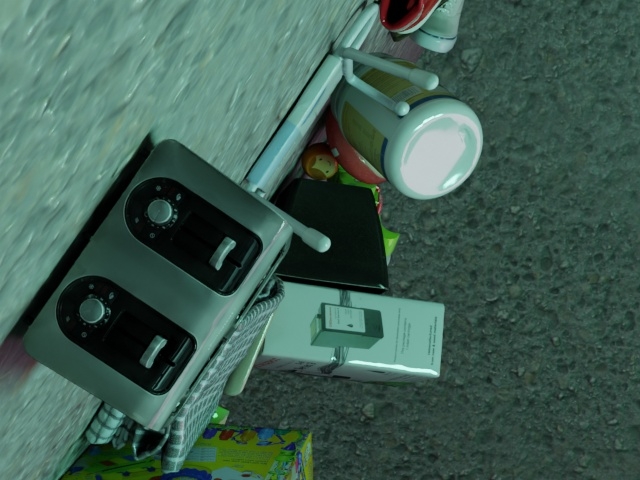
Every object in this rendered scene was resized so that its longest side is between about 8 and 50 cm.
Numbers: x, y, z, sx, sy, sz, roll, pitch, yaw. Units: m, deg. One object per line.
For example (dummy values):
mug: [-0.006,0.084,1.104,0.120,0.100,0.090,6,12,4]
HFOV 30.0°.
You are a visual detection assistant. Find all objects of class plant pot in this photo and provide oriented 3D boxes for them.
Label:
plant pot: [0.000,0.000,1.893,0.188,0.187,0.167,144,-48,-73]

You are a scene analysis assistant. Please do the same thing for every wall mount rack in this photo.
wall mount rack: [0.014,-0.108,1.370,0.350,0.130,0.304,-57,178,0]

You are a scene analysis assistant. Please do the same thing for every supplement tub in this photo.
supplement tub: [0.111,-0.160,1.614,0.144,0.144,0.199,-57,-140,14]

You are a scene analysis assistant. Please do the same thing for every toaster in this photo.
toaster: [-0.109,0.036,0.828,0.168,0.110,0.185,-56,179,-7]

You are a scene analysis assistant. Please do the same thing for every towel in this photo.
towel: [-0.157,0.149,1.531,0.235,0.121,0.283,-58,178,14]

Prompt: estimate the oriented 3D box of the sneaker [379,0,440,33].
sneaker: [0.151,-0.348,1.500,0.221,0.087,0.128,-58,-179,18]

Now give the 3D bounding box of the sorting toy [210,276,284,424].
sorting toy: [-0.121,0.134,1.759,0.196,0.047,0.347,6,-108,62]

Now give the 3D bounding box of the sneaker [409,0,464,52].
sneaker: [0.209,-0.415,2.116,0.258,0.094,0.091,-76,-175,-57]

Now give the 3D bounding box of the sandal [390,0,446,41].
sandal: [0.192,-0.421,1.997,0.219,0.060,0.090,-42,-176,6]

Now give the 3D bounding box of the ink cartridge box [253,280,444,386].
ink cartridge box: [0.023,0.151,1.899,0.211,0.289,0.121,145,-48,-71]

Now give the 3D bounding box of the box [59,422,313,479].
box: [-0.178,0.373,1.541,0.279,0.290,0.177,-51,142,-69]

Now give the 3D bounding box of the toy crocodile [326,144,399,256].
toy crocodile: [0.060,-0.085,2.114,0.340,0.105,0.115,-107,-152,-60]

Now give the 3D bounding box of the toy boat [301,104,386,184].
toy boat: [0.040,-0.145,1.878,0.151,0.151,0.231,-27,-178,6]

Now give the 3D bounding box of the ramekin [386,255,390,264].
ramekin: [-0.018,0.054,2.229,0.277,0.135,0.277,-35,-167,10]
